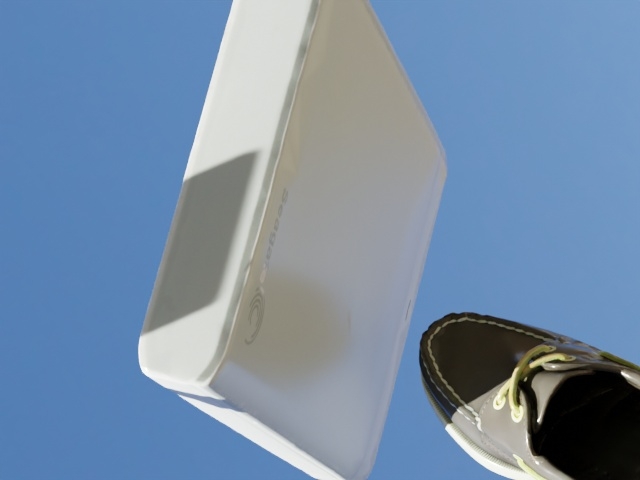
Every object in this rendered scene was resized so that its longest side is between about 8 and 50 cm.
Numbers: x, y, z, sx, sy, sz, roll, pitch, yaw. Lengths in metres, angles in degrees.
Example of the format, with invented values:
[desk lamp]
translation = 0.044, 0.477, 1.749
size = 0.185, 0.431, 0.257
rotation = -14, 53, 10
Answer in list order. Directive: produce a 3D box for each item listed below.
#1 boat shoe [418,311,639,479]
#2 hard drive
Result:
[boat shoe]
translation = 0.129, 0.087, 0.894
size = 0.081, 0.228, 0.068
rotation = -47, -41, -14
[hard drive]
translation = 0.000, 0.000, 0.896
size = 0.307, 0.040, 0.203
rotation = 50, -127, -70
